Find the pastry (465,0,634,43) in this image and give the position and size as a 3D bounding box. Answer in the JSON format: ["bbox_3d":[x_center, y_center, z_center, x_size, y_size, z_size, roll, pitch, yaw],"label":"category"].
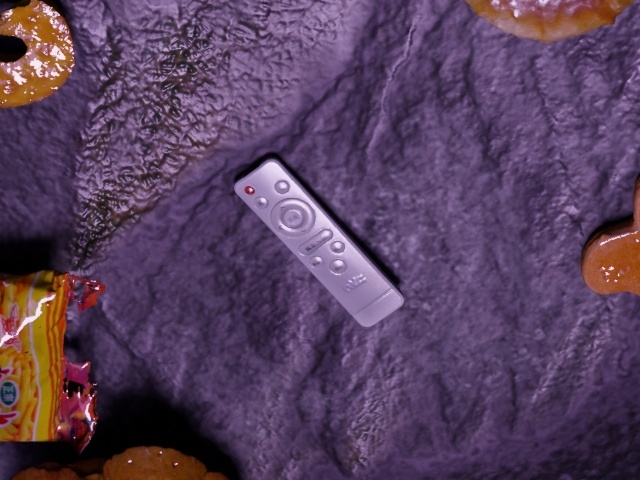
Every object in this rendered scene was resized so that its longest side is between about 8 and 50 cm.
[{"bbox_3d":[0.181,-0.250,1.434,0.182,0.093,0.192,37,117,-18],"label":"pastry"}]

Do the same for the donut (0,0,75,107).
[{"bbox_3d":[-0.253,-0.159,1.526,0.108,0.043,0.097,-3,123,1],"label":"donut"}]

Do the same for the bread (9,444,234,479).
[{"bbox_3d":[-0.185,0.287,1.751,0.232,0.135,0.246,-10,146,18],"label":"bread"}]

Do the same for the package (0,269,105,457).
[{"bbox_3d":[-0.338,0.098,1.655,0.288,0.108,0.223,0,137,-11],"label":"package"}]

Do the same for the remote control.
[{"bbox_3d":[0.000,0.000,1.641,0.050,0.027,0.184,-35,112,20],"label":"remote control"}]

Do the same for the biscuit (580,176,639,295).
[{"bbox_3d":[0.356,0.036,1.654,0.250,0.036,0.165,30,119,-14],"label":"biscuit"}]
